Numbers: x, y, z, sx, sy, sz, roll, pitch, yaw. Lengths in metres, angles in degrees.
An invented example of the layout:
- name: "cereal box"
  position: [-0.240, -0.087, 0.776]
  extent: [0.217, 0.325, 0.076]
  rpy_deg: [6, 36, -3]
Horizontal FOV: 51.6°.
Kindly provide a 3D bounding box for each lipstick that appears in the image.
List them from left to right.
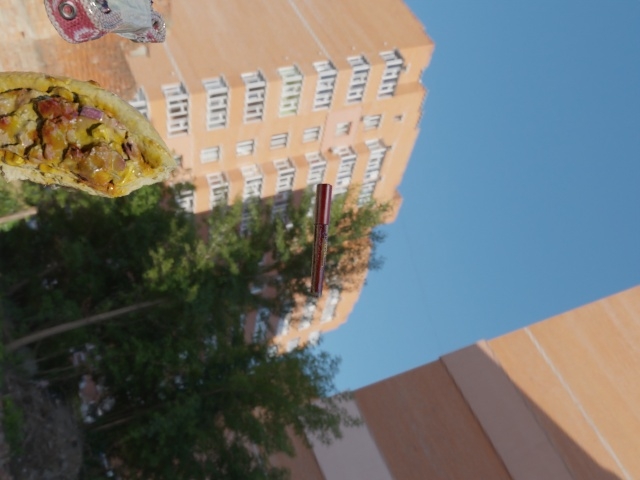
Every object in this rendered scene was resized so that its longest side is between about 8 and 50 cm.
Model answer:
- name: "lipstick"
  position: [0.000, 0.000, 1.016]
  extent: [0.027, 0.027, 0.177]
  rpy_deg: [158, -63, -69]

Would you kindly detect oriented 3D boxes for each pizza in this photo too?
- name: "pizza"
  position: [-0.264, -0.110, 0.651]
  extent: [0.058, 0.246, 0.127]
  rpy_deg: [131, -19, -74]

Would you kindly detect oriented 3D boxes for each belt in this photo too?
- name: "belt"
  position: [-0.232, -0.256, 0.740]
  extent: [0.232, 0.053, 0.071]
  rpy_deg: [-71, 142, -75]
